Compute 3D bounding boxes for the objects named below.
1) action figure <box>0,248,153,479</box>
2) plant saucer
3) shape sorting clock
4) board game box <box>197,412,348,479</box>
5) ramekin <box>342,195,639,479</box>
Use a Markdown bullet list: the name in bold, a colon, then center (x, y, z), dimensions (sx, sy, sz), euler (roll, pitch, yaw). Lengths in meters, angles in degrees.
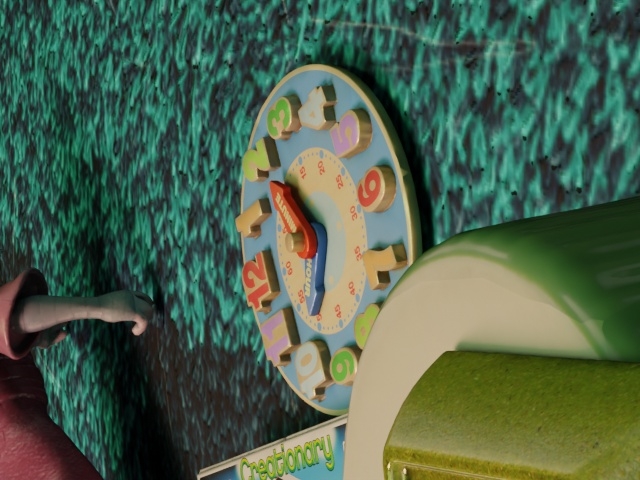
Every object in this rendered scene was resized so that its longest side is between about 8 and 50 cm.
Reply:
- **action figure**: center (-0.264, 0.136, 1.484), dimensions (0.370, 0.276, 0.248), euler (62, 156, 12)
- **plant saucer**: center (0.075, 0.135, 0.641), dimensions (0.188, 0.045, 0.188), euler (-3, 93, 65)
- **shape sorting clock**: center (0.000, 0.000, 1.129), dimensions (0.206, 0.040, 0.206), euler (173, 90, -65)
- **board game box**: center (0.018, 0.204, 1.123), dimensions (0.305, 0.053, 0.193), euler (-30, 69, 63)
- **ramekin**: center (0.129, 0.124, 0.755), dimensions (0.303, 0.148, 0.303), euler (174, 90, -65)
